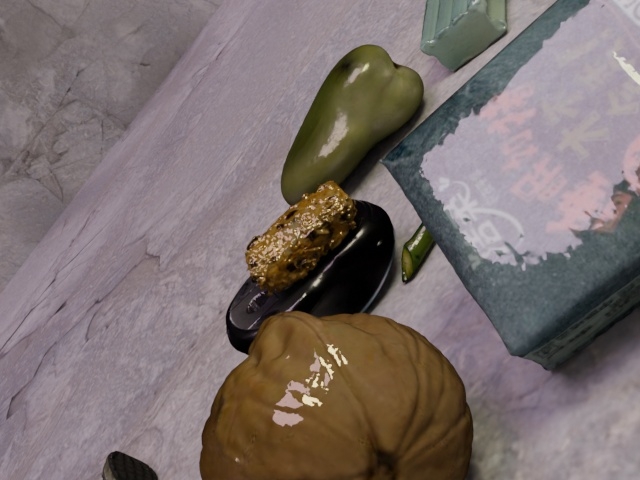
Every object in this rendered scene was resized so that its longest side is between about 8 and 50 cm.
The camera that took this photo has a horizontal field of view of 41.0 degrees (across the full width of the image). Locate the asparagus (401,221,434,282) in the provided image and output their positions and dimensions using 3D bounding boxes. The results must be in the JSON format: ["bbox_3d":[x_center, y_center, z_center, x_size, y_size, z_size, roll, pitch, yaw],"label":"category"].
[{"bbox_3d":[0.146,-0.056,0.965,0.034,0.027,0.236,8,62,51],"label":"asparagus"}]

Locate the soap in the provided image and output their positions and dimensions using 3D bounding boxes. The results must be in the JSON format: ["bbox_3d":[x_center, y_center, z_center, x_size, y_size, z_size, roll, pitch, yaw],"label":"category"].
[{"bbox_3d":[0.204,-0.333,1.209,0.115,0.063,0.198,-34,29,37],"label":"soap"}]

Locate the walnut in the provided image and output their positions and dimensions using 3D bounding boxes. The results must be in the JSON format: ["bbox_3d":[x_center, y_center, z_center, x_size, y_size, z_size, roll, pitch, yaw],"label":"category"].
[{"bbox_3d":[0.010,0.160,0.695,0.228,0.228,0.228,-40,26,24],"label":"walnut"}]

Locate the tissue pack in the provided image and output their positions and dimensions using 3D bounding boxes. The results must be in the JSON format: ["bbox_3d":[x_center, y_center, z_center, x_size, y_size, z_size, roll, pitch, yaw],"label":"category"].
[{"bbox_3d":[0.223,-0.081,0.669,0.316,0.103,0.228,-41,55,20],"label":"tissue pack"}]

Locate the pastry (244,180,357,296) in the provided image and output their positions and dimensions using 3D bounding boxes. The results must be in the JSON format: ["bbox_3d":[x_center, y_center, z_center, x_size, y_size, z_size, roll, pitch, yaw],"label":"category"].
[{"bbox_3d":[-0.022,-0.005,0.942,0.140,0.056,0.080,-36,40,-5],"label":"pastry"}]

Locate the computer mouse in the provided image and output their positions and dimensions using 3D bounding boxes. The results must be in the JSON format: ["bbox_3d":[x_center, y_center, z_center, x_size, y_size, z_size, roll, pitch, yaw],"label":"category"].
[{"bbox_3d":[-0.003,0.055,0.990,0.233,0.096,0.137,-41,32,-3],"label":"computer mouse"}]

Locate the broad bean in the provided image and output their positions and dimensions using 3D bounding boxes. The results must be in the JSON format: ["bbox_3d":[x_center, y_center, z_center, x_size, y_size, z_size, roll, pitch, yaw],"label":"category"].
[{"bbox_3d":[0.025,-0.162,1.218,0.263,0.121,0.189,-46,23,17],"label":"broad bean"}]

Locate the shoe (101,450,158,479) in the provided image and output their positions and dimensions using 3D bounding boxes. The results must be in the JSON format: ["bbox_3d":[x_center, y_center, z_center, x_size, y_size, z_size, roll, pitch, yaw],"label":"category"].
[{"bbox_3d":[-0.245,0.332,1.061,0.077,0.074,0.194,-56,26,2],"label":"shoe"}]
